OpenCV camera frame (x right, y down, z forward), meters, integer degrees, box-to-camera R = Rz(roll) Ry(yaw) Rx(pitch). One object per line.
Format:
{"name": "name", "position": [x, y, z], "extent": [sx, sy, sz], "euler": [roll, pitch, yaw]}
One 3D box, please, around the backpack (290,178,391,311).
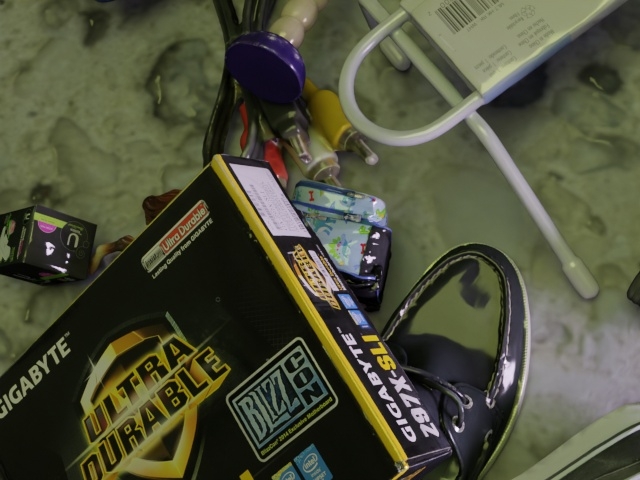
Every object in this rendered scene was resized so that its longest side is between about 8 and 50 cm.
{"name": "backpack", "position": [0.000, 0.000, 0.989], "extent": [0.114, 0.105, 0.084], "euler": [11, 76, 7]}

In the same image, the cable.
{"name": "cable", "position": [-0.056, -0.147, 1.092], "extent": [0.139, 0.072, 0.287], "euler": [-29, 57, 13]}

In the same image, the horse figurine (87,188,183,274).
{"name": "horse figurine", "position": [-0.108, 0.062, 1.001], "extent": [0.174, 0.066, 0.263], "euler": [-26, 65, 32]}

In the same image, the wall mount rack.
{"name": "wall mount rack", "position": [0.203, -0.144, 0.987], "extent": [0.350, 0.130, 0.304], "euler": [-37, 66, 1]}

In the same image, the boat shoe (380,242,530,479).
{"name": "boat shoe", "position": [0.066, 0.149, 0.933], "extent": [0.127, 0.113, 0.340], "euler": [26, 82, 18]}

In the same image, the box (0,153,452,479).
{"name": "box", "position": [-0.096, 0.137, 0.901], "extent": [0.322, 0.079, 0.257], "euler": [-42, 70, 26]}

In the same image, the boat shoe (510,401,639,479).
{"name": "boat shoe", "position": [0.161, 0.235, 0.865], "extent": [0.301, 0.108, 0.102], "euler": [-33, 26, -10]}

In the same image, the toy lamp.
{"name": "toy lamp", "position": [0.014, -0.240, 1.049], "extent": [0.080, 0.080, 0.274], "euler": [18, 62, 17]}

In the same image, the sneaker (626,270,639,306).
{"name": "sneaker", "position": [0.351, -0.006, 0.919], "extent": [0.130, 0.087, 0.227], "euler": [40, 96, 10]}

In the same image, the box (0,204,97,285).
{"name": "box", "position": [-0.241, 0.006, 1.053], "extent": [0.083, 0.062, 0.052], "euler": [-8, 68, 52]}

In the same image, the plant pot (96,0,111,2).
{"name": "plant pot", "position": [-0.169, -0.362, 1.068], "extent": [0.236, 0.212, 0.236], "euler": [-27, 59, 4]}
